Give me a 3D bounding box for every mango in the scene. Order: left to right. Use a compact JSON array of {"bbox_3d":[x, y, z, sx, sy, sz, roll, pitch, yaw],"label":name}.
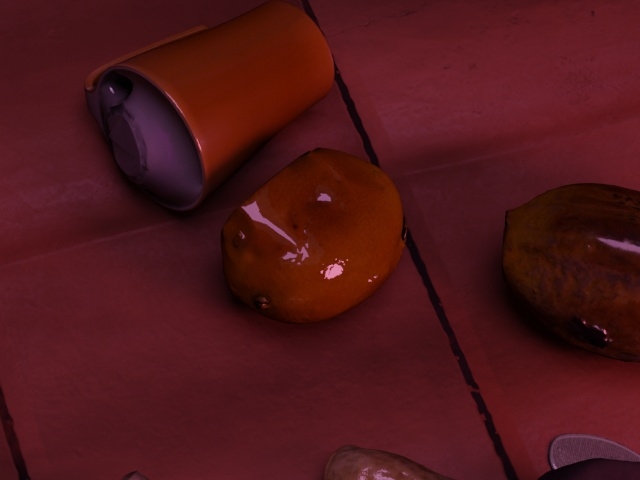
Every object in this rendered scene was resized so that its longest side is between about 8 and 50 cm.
[{"bbox_3d":[0.000,0.000,1.956,0.236,0.136,0.166,-40,88,-31],"label":"mango"}]

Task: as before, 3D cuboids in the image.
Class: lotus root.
[{"bbox_3d":[0.337,0.040,1.977,0.291,0.193,0.193,15,60,-4],"label":"lotus root"}]

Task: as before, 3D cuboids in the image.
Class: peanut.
[{"bbox_3d":[0.104,0.274,1.841,0.214,0.099,0.099,28,60,6],"label":"peanut"}]

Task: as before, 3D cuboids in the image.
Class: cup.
[{"bbox_3d":[-0.133,-0.171,2.021,0.226,0.182,0.264,31,51,33],"label":"cup"}]

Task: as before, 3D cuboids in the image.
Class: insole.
[{"bbox_3d":[0.359,0.268,1.938,0.232,0.003,0.080,18,60,0],"label":"insole"}]

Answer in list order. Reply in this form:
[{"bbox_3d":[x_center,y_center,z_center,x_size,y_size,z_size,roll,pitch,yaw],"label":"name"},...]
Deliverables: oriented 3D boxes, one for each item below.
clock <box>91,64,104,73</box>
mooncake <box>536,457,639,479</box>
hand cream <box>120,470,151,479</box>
[{"bbox_3d":[-0.235,-0.178,2.082,0.083,0.010,0.074,13,61,-2],"label":"clock"},{"bbox_3d":[0.298,0.339,1.788,0.245,0.133,0.245,11,68,-28],"label":"mooncake"},{"bbox_3d":[-0.131,0.318,1.787,0.203,0.084,0.084,33,61,3],"label":"hand cream"}]
